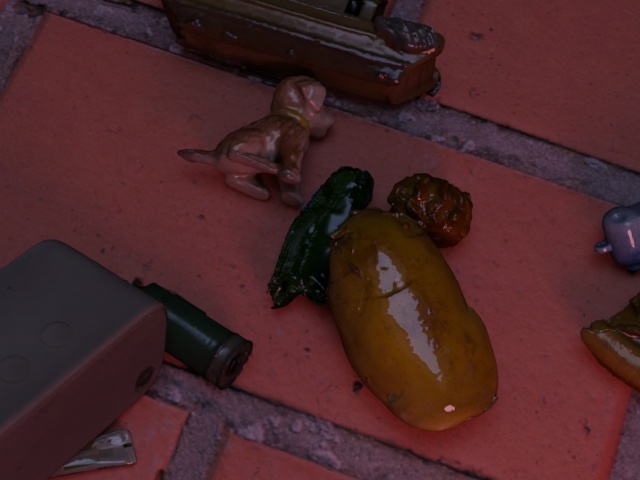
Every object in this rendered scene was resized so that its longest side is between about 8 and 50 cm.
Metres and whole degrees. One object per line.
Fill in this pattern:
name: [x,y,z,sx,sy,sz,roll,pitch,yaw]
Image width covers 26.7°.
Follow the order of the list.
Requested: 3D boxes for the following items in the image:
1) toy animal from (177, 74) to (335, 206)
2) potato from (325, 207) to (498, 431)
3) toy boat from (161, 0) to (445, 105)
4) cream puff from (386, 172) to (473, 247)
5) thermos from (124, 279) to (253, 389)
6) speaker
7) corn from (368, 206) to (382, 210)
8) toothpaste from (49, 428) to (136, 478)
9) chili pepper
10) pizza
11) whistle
toy animal: [-0.081,-0.160,1.847,0.183,0.104,0.185,18,67,6]
potato: [0.106,0.098,1.694,0.173,0.140,0.300,-26,75,-4]
toy boat: [-0.036,-0.317,1.912,0.445,0.136,0.162,17,67,8]
cream puff: [0.148,-0.044,1.795,0.116,0.122,0.094,24,65,-34]
thermos: [-0.179,0.107,1.716,0.187,0.073,0.083,31,67,14]
speaker: [-0.381,0.181,1.578,0.184,0.183,0.406,35,52,19]
corn: [0.074,-0.003,1.806,0.037,0.037,0.092,-2,61,-3]
toothpaste: [-0.325,0.273,1.648,0.197,0.029,0.048,-12,63,-12]
chili pepper: [0.001,0.001,1.786,0.098,0.061,0.224,13,65,28]
pizza: [0.508,0.150,1.718,0.258,0.087,0.268,-34,70,-16]
whistle: [0.489,-0.038,1.790,0.269,0.093,0.180,-25,22,-1]
